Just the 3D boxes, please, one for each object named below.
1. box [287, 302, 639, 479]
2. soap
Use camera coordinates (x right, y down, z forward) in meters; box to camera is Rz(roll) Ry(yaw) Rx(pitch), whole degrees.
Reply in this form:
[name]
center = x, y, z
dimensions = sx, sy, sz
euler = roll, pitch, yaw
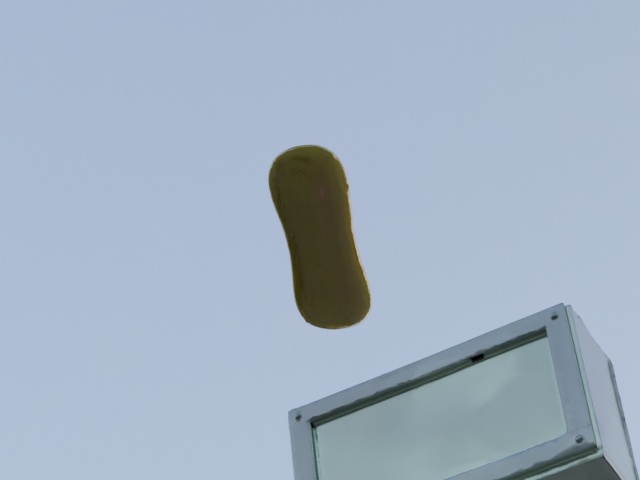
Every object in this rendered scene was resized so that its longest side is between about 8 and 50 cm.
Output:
[box]
center = 0.097, 0.152, 1.364
dimensions = 0.225, 0.129, 0.086
euler = -23, -44, 17
[soap]
center = 0.000, 0.000, 0.820
dimensions = 0.034, 0.012, 0.089
euler = -9, -62, 8
